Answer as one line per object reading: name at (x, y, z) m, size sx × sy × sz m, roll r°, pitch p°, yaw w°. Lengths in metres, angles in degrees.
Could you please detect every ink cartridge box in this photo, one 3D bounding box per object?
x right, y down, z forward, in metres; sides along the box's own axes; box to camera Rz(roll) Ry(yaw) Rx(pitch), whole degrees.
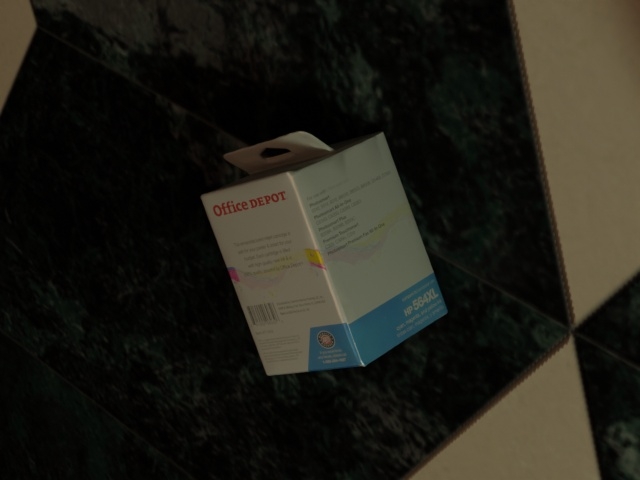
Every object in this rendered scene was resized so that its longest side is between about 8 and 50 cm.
ink cartridge box at (0.000, 0.000, 0.835) m, size 0.092 × 0.090 × 0.143 m, roll -11°, pitch 102°, yaw 47°
